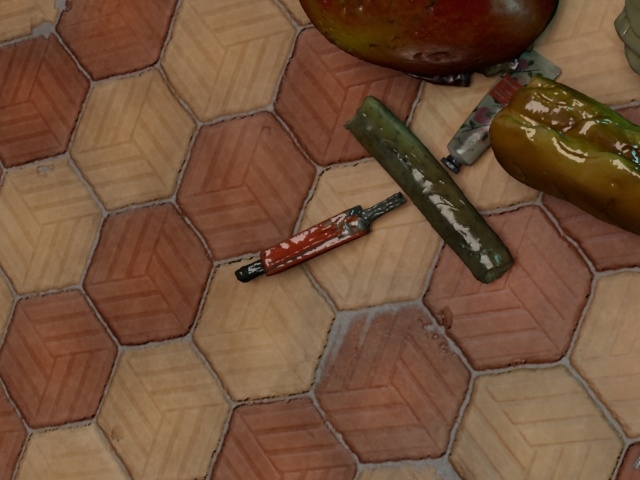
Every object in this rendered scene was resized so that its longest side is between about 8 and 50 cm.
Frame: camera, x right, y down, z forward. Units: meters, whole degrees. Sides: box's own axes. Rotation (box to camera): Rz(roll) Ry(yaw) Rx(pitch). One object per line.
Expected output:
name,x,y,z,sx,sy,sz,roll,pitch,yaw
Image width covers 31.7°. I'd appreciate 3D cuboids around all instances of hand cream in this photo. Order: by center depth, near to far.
hand cream,0.283,-0.205,1.815,0.080,0.050,0.234,42,95,26

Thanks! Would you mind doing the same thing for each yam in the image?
yam,0.175,-0.088,1.829,0.083,0.083,0.371,-45,71,13

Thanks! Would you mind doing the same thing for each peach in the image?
peach,0.167,-0.424,1.768,0.417,0.353,0.339,11,98,-12

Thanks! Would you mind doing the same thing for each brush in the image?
brush,0.000,0.001,1.896,0.323,0.070,0.051,-27,78,17

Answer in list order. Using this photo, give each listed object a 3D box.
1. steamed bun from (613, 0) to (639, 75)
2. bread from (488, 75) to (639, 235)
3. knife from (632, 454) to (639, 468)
steamed bun,0.572,-0.327,1.614,0.280,0.207,0.268,-45,70,14
bread,0.421,-0.110,1.665,0.344,0.195,0.148,30,90,26
knife,0.553,0.247,1.655,0.046,0.022,0.256,40,99,-10
